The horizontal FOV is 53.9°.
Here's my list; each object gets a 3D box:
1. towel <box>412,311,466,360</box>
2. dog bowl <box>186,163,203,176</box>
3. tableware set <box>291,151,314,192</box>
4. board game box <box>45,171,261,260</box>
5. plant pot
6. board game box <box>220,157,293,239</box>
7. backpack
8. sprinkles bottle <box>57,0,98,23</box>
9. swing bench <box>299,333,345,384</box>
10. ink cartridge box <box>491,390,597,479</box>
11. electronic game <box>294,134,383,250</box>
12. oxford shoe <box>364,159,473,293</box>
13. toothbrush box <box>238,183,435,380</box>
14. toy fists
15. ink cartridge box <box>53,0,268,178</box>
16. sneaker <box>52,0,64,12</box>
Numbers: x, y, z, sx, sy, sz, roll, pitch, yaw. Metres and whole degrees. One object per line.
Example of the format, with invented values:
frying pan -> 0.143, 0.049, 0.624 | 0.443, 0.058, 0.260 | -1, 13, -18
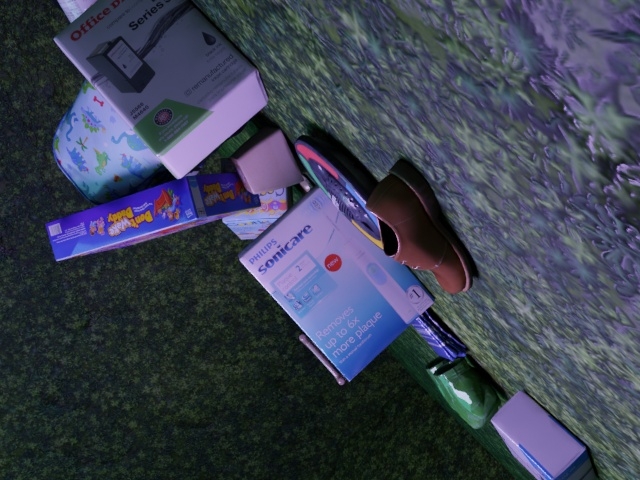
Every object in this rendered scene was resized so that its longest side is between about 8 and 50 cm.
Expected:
towel -> 0.177, 0.121, 1.361 | 0.336, 0.040, 0.243 | 49, 177, 8
dog bowl -> -0.386, -0.271, 1.512 | 0.264, 0.104, 0.265 | 32, -163, -11
tableware set -> -0.036, -0.132, 1.267 | 0.141, 0.020, 0.168 | 53, 175, -29
board game box -> -0.325, -0.051, 1.247 | 0.233, 0.346, 0.078 | -19, -85, -65
plant pot -> -0.109, -0.145, 1.196 | 0.109, 0.096, 0.109 | 65, 167, -20
board game box -> -0.140, -0.094, 1.468 | 0.275, 0.144, 0.142 | 87, 179, -82
backpack -> -0.362, -0.222, 1.245 | 0.290, 0.273, 0.355 | 50, 145, -10
sprinkles bottle -> -0.474, -0.489, 1.304 | 0.121, 0.121, 0.356 | 42, 161, 53
swing bench -> 0.100, 0.250, 1.716 | 0.165, 0.253, 0.255 | 47, 176, 13
ink cartridge box -> 0.389, 0.363, 1.087 | 0.139, 0.082, 0.191 | 43, 172, 44
electronic game -> 0.042, -0.065, 0.936 | 0.229, 0.048, 0.229 | 48, 176, 5
oxford shoe -> 0.111, 0.004, 0.726 | 0.212, 0.076, 0.076 | 50, 174, -38
toothbrush box -> 0.025, 0.066, 1.147 | 0.296, 0.216, 0.126 | 50, 174, -7
toy fists -> 0.313, 0.320, 1.365 | 0.142, 0.096, 0.279 | 58, 178, 6
ink cartridge box -> -0.248, -0.268, 0.991 | 0.273, 0.198, 0.115 | 46, 175, 13
sneaker -> -0.552, -0.594, 1.448 | 0.122, 0.146, 0.330 | 30, 173, 0
